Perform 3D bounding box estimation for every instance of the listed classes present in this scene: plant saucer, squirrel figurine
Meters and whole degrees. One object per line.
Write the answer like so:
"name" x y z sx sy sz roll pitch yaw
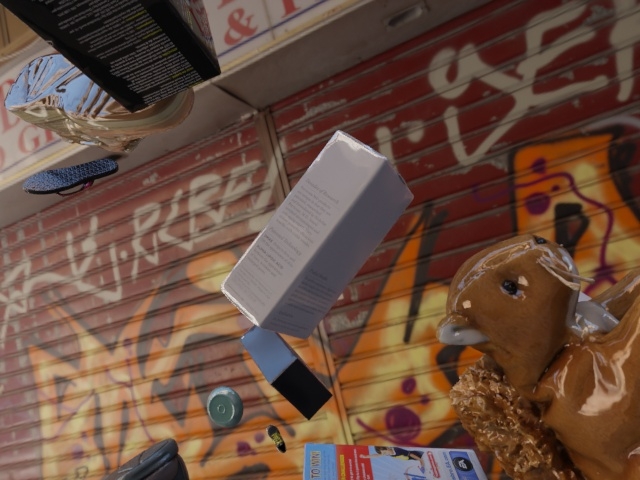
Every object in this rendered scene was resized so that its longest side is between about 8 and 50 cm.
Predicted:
"plant saucer" -0.280 0.484 1.376 0.119 0.120 0.021 -18 -5 17
"squirrel figurine" 0.308 0.191 0.624 0.281 0.370 0.397 -48 -15 -56

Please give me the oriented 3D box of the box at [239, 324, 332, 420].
"box" -0.103 0.354 1.347 0.103 0.184 0.261 -45 31 -8

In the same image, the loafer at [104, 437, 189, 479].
"loafer" -0.284 0.361 0.594 0.267 0.084 0.096 -28 -1 -36

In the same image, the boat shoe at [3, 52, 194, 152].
"boat shoe" -0.269 -0.177 0.615 0.340 0.122 0.110 14 -17 34

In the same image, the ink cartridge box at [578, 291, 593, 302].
"ink cartridge box" 0.623 0.236 1.127 0.197 0.272 0.114 -38 -22 -47

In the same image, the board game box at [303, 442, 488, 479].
"board game box" 0.121 0.438 0.701 0.301 0.086 0.308 3 15 -1

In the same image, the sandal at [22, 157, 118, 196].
"sandal" -0.471 -0.114 0.917 0.179 0.067 0.040 -31 -33 -46

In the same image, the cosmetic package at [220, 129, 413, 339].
"cosmetic package" 0.000 0.000 0.570 0.231 0.085 0.117 -53 -31 0

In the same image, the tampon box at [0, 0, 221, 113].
"tampon box" -0.171 -0.211 0.394 0.101 0.121 0.161 -19 -21 9

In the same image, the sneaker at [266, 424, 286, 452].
"sneaker" -0.111 0.520 1.250 0.031 0.083 0.035 -34 9 -22
